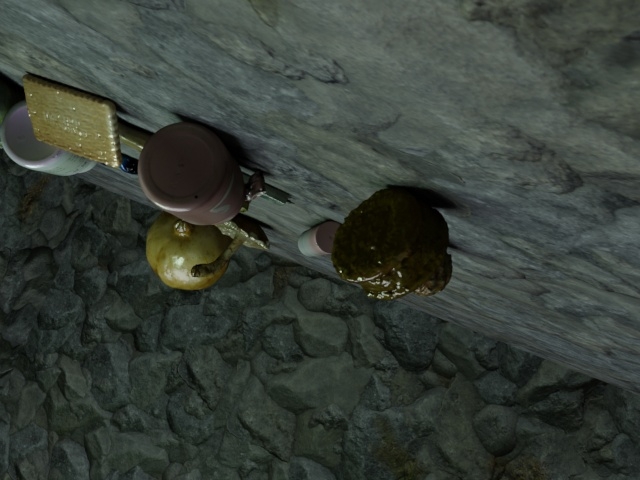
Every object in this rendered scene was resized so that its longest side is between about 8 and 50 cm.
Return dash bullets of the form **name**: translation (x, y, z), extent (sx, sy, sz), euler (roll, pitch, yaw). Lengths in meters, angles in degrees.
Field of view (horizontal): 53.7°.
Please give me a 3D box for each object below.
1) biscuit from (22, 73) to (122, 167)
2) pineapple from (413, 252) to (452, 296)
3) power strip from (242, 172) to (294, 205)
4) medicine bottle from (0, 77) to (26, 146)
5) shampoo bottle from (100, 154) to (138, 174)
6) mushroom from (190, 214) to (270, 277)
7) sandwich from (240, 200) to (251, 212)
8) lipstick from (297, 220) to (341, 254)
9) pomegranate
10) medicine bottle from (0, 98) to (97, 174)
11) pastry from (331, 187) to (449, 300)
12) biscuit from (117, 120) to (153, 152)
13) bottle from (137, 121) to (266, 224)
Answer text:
- **biscuit**: translation (-0.533, -0.258, 1.364), extent (0.249, 0.030, 0.160), euler (19, 129, 19)
- **pineapple**: translation (0.163, 0.021, 1.300), extent (0.248, 0.128, 0.128), euler (33, 169, -36)
- **power strip**: translation (-0.165, -0.131, 1.529), extent (0.226, 0.029, 0.080), euler (24, 173, -16)
- **medicine bottle**: translation (-0.831, -0.342, 1.512), extent (0.151, 0.151, 0.322), euler (21, 173, 12)
- **shampoo bottle**: translation (-0.658, -0.256, 2.089), extent (0.183, 0.050, 0.087), euler (18, 169, 34)
- **mushroom**: translation (-0.356, 0.023, 2.420), extent (0.208, 0.301, 0.233), euler (58, -179, 34)
- **sandwich**: translation (-0.290, -0.146, 1.688), extent (0.214, 0.065, 0.186), euler (25, 173, -16)
- **lipstick**: translation (0.000, 0.000, 1.794), extent (0.087, 0.087, 0.327), euler (23, 173, -8)
- **pomegranate**: translation (-0.550, 0.013, 2.651), extent (0.409, 0.410, 0.410), euler (22, 174, 3)
- **medicine bottle**: translation (-0.663, -0.249, 1.594), extent (0.170, 0.170, 0.293), euler (23, 179, -3)
- **pastry**: translation (0.112, 0.006, 1.038), extent (0.103, 0.189, 0.188), euler (37, 167, -32)
- **biscuit**: translation (-0.464, -0.251, 1.482), extent (0.207, 0.047, 0.164), euler (24, 177, -25)
- **bottle**: translation (-0.225, -0.118, 1.285), extent (0.206, 0.173, 0.297), euler (-12, 171, 2)
